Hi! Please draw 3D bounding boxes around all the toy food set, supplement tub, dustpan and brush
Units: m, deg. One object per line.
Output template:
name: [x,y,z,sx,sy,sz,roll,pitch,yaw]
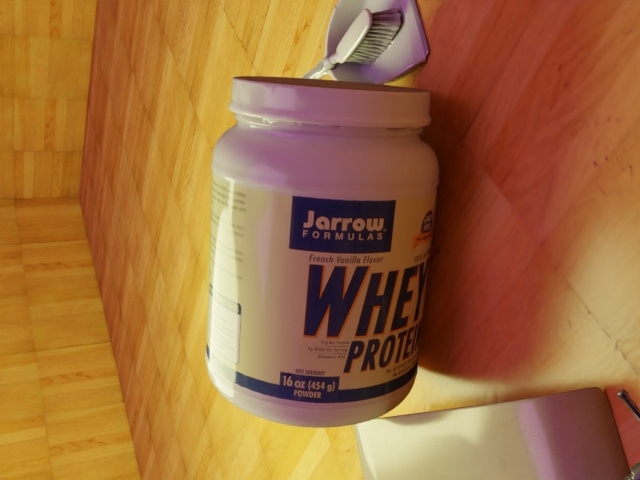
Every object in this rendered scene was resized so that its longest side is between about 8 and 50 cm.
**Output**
toy food set: [0.156,0.263,0.634,0.306,0.092,0.220,-27,69,51]
supplement tub: [0.000,0.000,0.714,0.235,0.235,0.325,30,120,57]
dustpan and brush: [0.032,-0.224,0.809,0.211,0.060,0.147,-38,60,57]

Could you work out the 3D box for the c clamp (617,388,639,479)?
c clamp: [0.210,0.212,0.496,0.161,0.022,0.137,-45,73,13]
